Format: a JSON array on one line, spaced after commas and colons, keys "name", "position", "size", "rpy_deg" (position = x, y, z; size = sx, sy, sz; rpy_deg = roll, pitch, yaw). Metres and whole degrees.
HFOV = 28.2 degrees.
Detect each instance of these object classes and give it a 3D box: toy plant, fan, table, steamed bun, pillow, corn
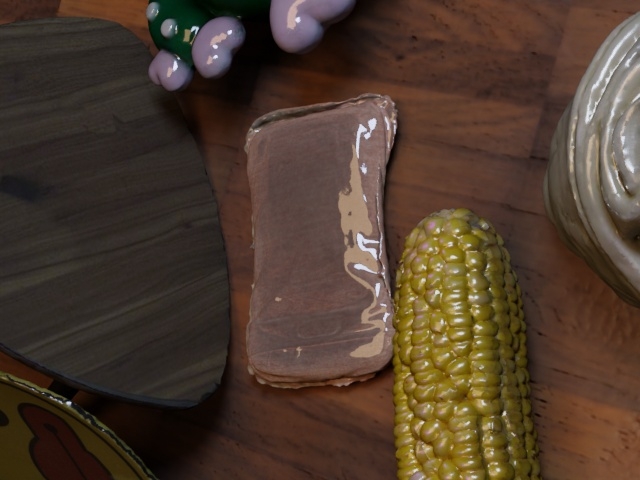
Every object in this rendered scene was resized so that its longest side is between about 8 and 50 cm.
[{"name": "toy plant", "position": [-0.041, -0.230, 0.952], "size": [0.243, 0.113, 0.232], "rpy_deg": [-14, 61, 36]}, {"name": "fan", "position": [-0.161, 0.169, 0.904], "size": [0.335, 0.229, 0.011], "rpy_deg": [3, 45, 32]}, {"name": "table", "position": [-0.248, 0.033, 0.983], "size": [0.249, 0.317, 0.317], "rpy_deg": [-30, 64, 40]}, {"name": "steamed bun", "position": [0.225, -0.051, 0.709], "size": [0.211, 0.144, 0.218], "rpy_deg": [-52, 57, 14]}, {"name": "pillow", "position": [-0.003, 0.001, 0.925], "size": [0.135, 0.034, 0.211], "rpy_deg": [-7, 77, 30]}, {"name": "corn", "position": [0.094, 0.121, 0.792], "size": [0.101, 0.101, 0.291], "rpy_deg": [-13, 73, 32]}]
